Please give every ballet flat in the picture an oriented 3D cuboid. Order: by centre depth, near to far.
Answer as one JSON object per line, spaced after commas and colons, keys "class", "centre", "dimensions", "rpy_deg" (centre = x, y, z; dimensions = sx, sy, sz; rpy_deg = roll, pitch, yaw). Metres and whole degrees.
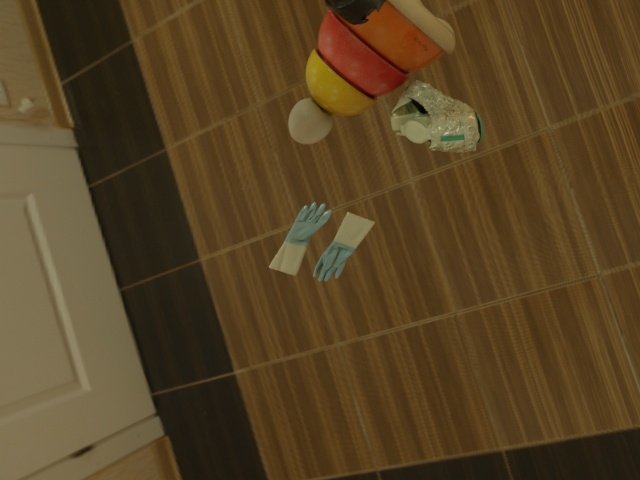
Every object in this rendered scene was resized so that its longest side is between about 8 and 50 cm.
{"class": "ballet flat", "centre": [0.238, -0.289, 1.552], "dimensions": [0.146, 0.409, 0.147], "rpy_deg": [-4, 108, -12]}

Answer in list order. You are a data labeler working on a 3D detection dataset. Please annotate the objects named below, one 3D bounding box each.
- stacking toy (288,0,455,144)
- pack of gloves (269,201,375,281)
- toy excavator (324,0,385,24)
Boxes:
{"class": "stacking toy", "centre": [0.072, -0.445, 1.692], "dimensions": [0.350, 0.350, 0.480], "rpy_deg": [47, 109, 15]}
{"class": "pack of gloves", "centre": [0.000, 0.000, 1.711], "dimensions": [0.232, 0.195, 0.046], "rpy_deg": [-59, 27, 28]}
{"class": "toy excavator", "centre": [0.015, -0.586, 1.058], "dimensions": [0.432, 0.222, 0.445], "rpy_deg": [-13, 63, 43]}
